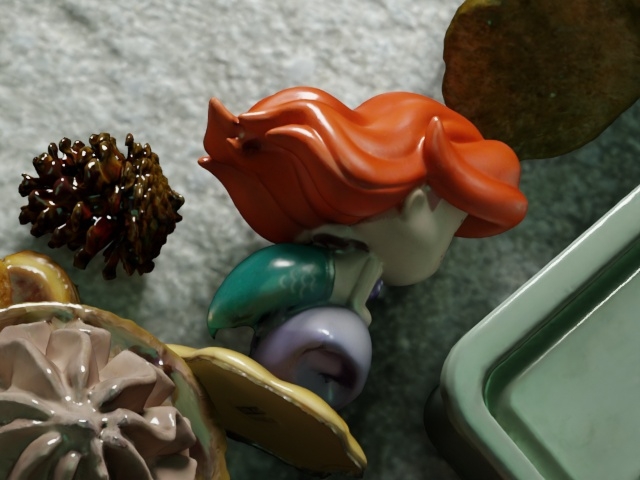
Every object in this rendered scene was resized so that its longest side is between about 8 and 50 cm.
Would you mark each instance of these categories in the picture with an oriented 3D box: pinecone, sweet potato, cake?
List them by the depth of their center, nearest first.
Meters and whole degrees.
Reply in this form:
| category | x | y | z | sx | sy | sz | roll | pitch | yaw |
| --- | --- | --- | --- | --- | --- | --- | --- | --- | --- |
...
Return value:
| category | x | y | z | sx | sy | sz | roll | pitch | yaw |
| --- | --- | --- | --- | --- | --- | --- | --- | --- | --- |
| cake | -0.136 | 0.129 | 0.782 | 0.208 | 0.178 | 0.185 | 48 | 58 | -12 |
| pinecone | -0.146 | -0.027 | 0.936 | 0.109 | 0.102 | 0.102 | 23 | 71 | 24 |
| sweet potato | 0.239 | -0.205 | 1.020 | 0.158 | 0.158 | 0.369 | 47 | 65 | 3 |

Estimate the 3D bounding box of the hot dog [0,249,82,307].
| category | x | y | z | sx | sy | sz | roll | pitch | yaw |
| --- | --- | --- | --- | --- | --- | --- | --- | --- | --- |
| hot dog | -0.186 | 0.132 | 0.899 | 0.104 | 0.076 | 0.250 | -11 | 82 | -33 |

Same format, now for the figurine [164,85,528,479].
| category | x | y | z | sx | sy | sz | roll | pitch | yaw |
| --- | --- | --- | --- | --- | --- | --- | --- | --- | --- |
| figurine | 0.007 | 0.000 | 0.911 | 0.208 | 0.181 | 0.257 | 23 | 67 | 14 |

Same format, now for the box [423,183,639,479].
| category | x | y | z | sx | sy | sz | roll | pitch | yaw |
| --- | --- | --- | --- | --- | --- | --- | --- | --- | --- |
| box | 0.213 | 0.070 | 0.928 | 0.312 | 0.182 | 0.175 | -39 | 87 | -16 |
